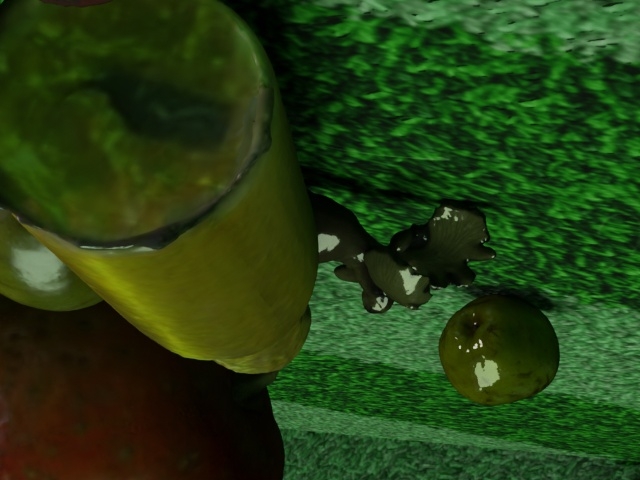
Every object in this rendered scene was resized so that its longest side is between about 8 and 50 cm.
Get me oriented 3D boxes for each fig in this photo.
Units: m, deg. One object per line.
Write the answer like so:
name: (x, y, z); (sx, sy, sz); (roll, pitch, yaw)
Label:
fig: (-0.198, -0.033, 1.257); (0.142, 0.148, 0.186); (1, -147, -43)

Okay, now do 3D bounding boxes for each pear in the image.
pear: (0.165, 0.102, 1.688); (0.107, 0.107, 0.131); (4, 160, 28)

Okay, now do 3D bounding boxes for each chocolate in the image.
chocolate: (-0.083, -0.007, 1.103); (0.162, 0.162, 0.445); (8, 164, 8)

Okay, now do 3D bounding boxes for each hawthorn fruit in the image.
hawthorn fruit: (-0.213, 0.176, 1.785); (0.403, 0.403, 0.403); (9, 169, 2)

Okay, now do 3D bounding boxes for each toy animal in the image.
toy animal: (0.000, 0.000, 1.331); (0.214, 0.093, 0.186); (25, 154, -30)

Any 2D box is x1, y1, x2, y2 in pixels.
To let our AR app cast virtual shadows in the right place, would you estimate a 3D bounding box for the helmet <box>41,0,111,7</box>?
helmet: (-0.103, -0.147, 0.742); (0.111, 0.057, 0.089); (11, 135, 27)
